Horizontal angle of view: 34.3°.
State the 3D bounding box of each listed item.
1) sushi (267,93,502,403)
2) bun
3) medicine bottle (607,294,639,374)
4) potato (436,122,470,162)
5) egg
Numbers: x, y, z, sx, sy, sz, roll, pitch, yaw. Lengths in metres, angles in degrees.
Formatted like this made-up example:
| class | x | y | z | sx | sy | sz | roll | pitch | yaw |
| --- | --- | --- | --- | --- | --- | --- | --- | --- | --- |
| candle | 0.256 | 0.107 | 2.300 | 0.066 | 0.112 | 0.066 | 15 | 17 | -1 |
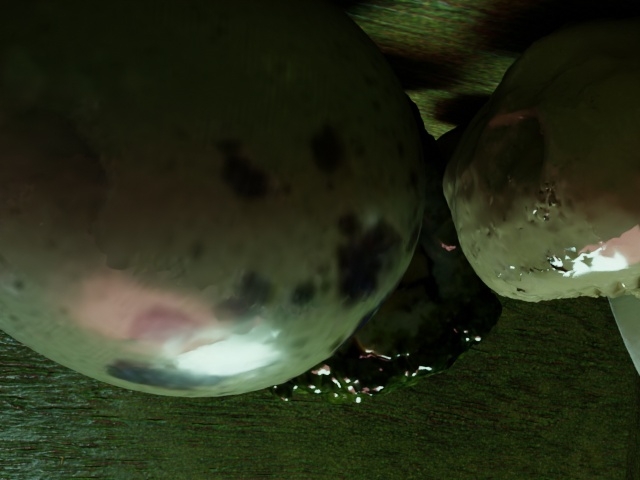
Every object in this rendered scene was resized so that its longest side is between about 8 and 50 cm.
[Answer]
| class | x | y | z | sx | sy | sz | roll | pitch | yaw |
| --- | --- | --- | --- | --- | --- | --- | --- | --- | --- |
| sushi | 0.000 | 0.000 | 1.072 | 0.294 | 0.352 | 0.178 | -25 | 169 | -1 |
| bun | 0.283 | -0.066 | 0.863 | 0.326 | 0.234 | 0.362 | 4 | 168 | -31 |
| medicine bottle | 0.489 | 0.033 | 1.019 | 0.371 | 0.211 | 0.211 | -25 | 160 | 24 |
| potato | 0.287 | -0.069 | 1.173 | 0.369 | 0.176 | 0.195 | -2 | 144 | 32 |
| egg | -0.122 | -0.056 | 0.802 | 0.428 | 0.345 | 0.345 | 13 | 172 | -26 |
